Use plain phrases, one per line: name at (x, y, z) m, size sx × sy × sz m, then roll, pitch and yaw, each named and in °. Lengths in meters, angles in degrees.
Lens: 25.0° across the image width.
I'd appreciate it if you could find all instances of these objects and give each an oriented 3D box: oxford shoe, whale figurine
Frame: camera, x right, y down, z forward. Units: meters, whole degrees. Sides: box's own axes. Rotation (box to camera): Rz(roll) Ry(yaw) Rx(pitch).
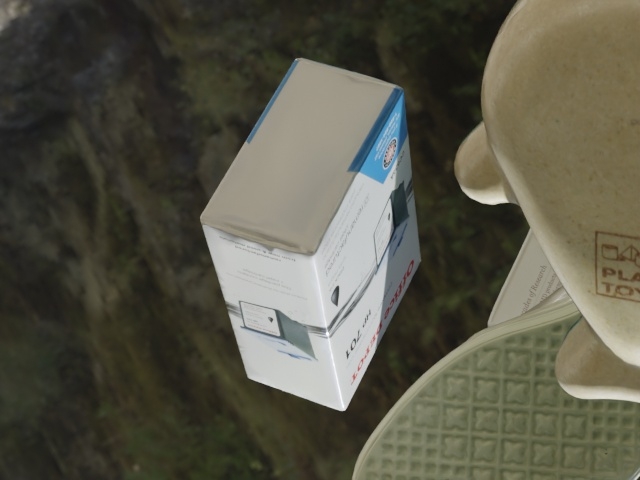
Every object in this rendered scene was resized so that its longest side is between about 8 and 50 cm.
oxford shoe at (0.220, 0.103, 1.161) m, size 0.449 × 0.169 × 0.130 m, roll -39°, pitch 176°, yaw -3°
whale figurine at (0.179, -0.034, 0.741) m, size 0.216 × 0.272 × 0.141 m, roll 9°, pitch -143°, yaw 23°

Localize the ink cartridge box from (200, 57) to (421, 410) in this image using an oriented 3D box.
ink cartridge box at (0.000, 0.000, 0.938) m, size 0.139 × 0.082 × 0.190 m, roll -62°, pitch 157°, yaw -29°

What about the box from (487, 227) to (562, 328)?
box at (0.240, 0.076, 1.355) m, size 0.181 × 0.119 × 0.182 m, roll 82°, pitch 31°, yaw -53°
